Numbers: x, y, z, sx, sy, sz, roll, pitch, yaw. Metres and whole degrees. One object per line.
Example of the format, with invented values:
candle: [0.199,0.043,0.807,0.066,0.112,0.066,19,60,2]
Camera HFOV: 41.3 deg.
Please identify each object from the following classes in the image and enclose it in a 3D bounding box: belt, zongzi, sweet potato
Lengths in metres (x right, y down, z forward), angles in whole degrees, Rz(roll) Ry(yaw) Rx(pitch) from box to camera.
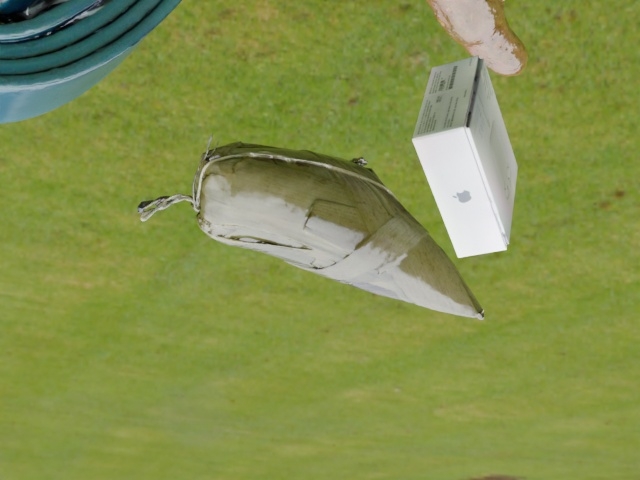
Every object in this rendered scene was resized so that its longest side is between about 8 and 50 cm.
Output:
belt: [-0.279,-0.316,0.841,0.300,0.436,0.173,44,153,-17]
zongzi: [0.000,0.000,0.571,0.189,0.081,0.178,4,-151,-42]
sweet potato: [0.186,-0.337,1.141,0.095,0.106,0.354,-23,148,29]

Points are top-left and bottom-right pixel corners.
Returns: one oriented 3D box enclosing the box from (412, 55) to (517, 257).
box: [0.135,-0.077,0.766,0.051,0.130,0.129,-10,124,25]
